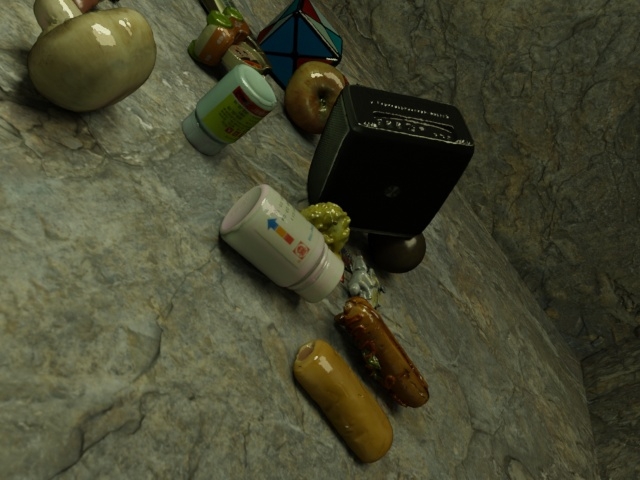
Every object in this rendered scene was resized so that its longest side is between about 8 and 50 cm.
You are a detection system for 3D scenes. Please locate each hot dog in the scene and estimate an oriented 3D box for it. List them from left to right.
[{"bbox_3d":[0.160,0.304,1.493,0.349,0.117,0.158,55,-2,-17],"label":"hot dog"}]

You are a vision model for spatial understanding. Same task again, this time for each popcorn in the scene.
[{"bbox_3d":[0.009,-0.006,1.545,0.195,0.168,0.173,65,-11,-5],"label":"popcorn"}]

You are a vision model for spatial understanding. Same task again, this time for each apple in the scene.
[{"bbox_3d":[-0.008,-0.503,1.994,0.261,0.261,0.194,45,5,-21],"label":"apple"}]

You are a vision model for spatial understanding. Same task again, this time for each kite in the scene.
[{"bbox_3d":[0.055,0.053,1.724,0.232,0.009,0.189,34,35,-36],"label":"kite"}]

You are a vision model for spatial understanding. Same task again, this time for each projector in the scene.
[{"bbox_3d":[0.194,-0.233,1.697,0.395,0.405,0.242,7,47,-16],"label":"projector"}]

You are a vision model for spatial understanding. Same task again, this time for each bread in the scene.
[{"bbox_3d":[0.059,0.363,1.292,0.305,0.091,0.142,53,21,-8],"label":"bread"}]

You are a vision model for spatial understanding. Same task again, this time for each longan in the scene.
[{"bbox_3d":[0.258,0.016,1.910,0.198,0.198,0.212,21,21,-49],"label":"longan"}]

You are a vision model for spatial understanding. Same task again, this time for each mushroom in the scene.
[{"bbox_3d":[-0.462,-0.385,1.109,0.234,0.254,0.260,59,-17,-13],"label":"mushroom"}]

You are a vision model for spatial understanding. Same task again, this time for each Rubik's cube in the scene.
[{"bbox_3d":[-0.081,-0.731,2.120,0.248,0.246,0.250,44,28,-26],"label":"Rubik's cube"}]

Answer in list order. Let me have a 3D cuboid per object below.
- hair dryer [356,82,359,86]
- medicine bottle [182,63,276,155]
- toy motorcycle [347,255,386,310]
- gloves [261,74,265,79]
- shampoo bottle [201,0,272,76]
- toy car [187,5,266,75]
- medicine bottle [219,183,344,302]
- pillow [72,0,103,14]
[{"bbox_3d":[0.096,-0.373,1.943,0.107,0.352,0.189,18,28,7],"label":"hair dryer"},{"bbox_3d":[-0.233,-0.328,1.429,0.139,0.225,0.139,40,30,-30],"label":"medicine bottle"},{"bbox_3d":[0.129,0.151,1.667,0.151,0.074,0.228,37,41,-43],"label":"toy motorcycle"},{"bbox_3d":[-0.230,-0.466,1.740,0.119,0.097,0.229,47,32,-25],"label":"gloves"},{"bbox_3d":[-0.289,-0.719,1.941,0.350,0.084,0.125,57,29,2],"label":"shampoo bottle"},{"bbox_3d":[-0.262,-0.581,1.719,0.235,0.145,0.235,31,33,-23],"label":"toy car"},{"bbox_3d":[-0.085,0.014,1.350,0.293,0.170,0.170,42,29,-23],"label":"medicine bottle"},{"bbox_3d":[-0.597,-0.610,1.309,0.179,0.075,0.171,41,35,-22],"label":"pillow"}]
